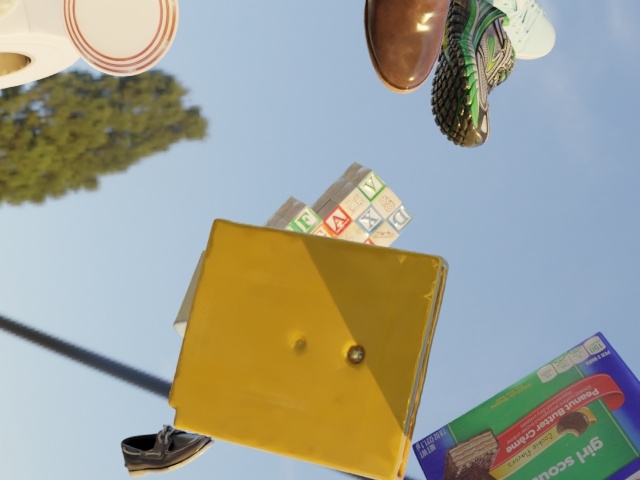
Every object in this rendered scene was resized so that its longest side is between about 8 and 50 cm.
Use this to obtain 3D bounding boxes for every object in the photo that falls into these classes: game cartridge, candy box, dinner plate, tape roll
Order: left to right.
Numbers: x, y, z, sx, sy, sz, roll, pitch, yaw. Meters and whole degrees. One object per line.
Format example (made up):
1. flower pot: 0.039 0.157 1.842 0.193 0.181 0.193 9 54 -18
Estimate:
1. tape roll: -0.478 -0.285 1.530 0.286 0.286 0.100 -19 -98 65
2. dinner plate: -0.220 -0.251 1.210 0.017 0.141 0.141 11 -71 53
3. game cartridge: -0.021 0.133 1.412 0.323 0.052 0.285 10 -99 22
4. candy box: 0.276 0.290 1.199 0.122 0.268 0.317 54 6 -35

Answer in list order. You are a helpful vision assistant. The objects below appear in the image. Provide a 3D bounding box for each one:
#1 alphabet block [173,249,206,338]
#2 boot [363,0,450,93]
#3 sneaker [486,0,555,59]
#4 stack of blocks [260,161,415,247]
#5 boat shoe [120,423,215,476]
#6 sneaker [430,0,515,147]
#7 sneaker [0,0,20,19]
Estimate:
1. alphabet block: -0.140 0.135 2.157 0.192 0.197 0.193 -10 -47 29
2. boot: 0.103 -0.283 1.109 0.207 0.090 0.249 162 -65 -85
3. sneaker: 0.358 -0.462 2.143 0.150 0.366 0.135 23 -96 55
4. stack of blocks: 0.000 0.000 1.959 0.171 0.297 0.087 47 -4 -25
5. boat shoe: -0.255 0.335 1.799 0.206 0.075 0.065 -22 -84 41
6. sneaker: 0.285 -0.307 1.961 0.134 0.146 0.344 122 -21 -55
7. sneaker: -0.412 -0.378 1.121 0.127 0.126 0.321 -104 171 -51
